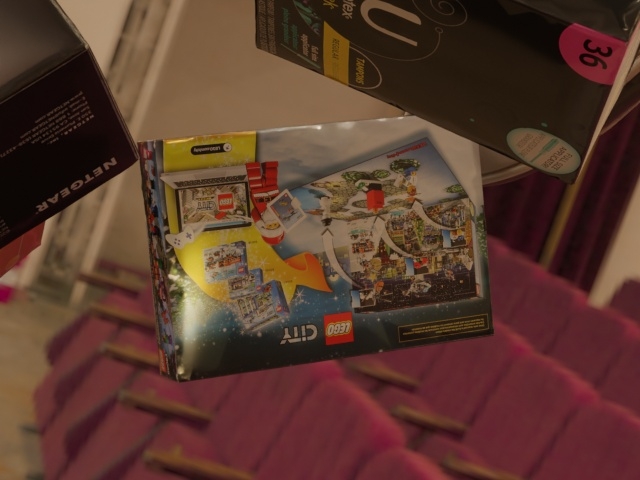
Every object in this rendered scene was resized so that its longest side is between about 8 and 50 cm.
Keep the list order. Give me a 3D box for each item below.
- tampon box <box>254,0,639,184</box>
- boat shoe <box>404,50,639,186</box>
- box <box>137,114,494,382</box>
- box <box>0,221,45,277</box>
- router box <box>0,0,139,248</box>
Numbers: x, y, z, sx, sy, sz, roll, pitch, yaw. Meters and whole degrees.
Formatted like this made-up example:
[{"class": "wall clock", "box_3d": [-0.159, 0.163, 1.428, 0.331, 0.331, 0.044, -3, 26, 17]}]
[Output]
[{"class": "tampon box", "box_3d": [0.064, -0.119, 0.675, 0.161, 0.101, 0.120, 24, -23, 10]}, {"class": "boat shoe", "box_3d": [0.198, -0.133, 1.102, 0.095, 0.335, 0.112, -8, 68, -47]}, {"class": "box", "box_3d": [0.000, 0.000, 1.066, 0.233, 0.159, 0.044, -7, 6, -21]}, {"class": "box", "box_3d": [-0.345, -0.001, 1.014, 0.168, 0.345, 0.215, 39, -34, 9]}, {"class": "router box", "box_3d": [-0.257, -0.048, 0.540, 0.243, 0.309, 0.081, 53, -10, 24]}]
